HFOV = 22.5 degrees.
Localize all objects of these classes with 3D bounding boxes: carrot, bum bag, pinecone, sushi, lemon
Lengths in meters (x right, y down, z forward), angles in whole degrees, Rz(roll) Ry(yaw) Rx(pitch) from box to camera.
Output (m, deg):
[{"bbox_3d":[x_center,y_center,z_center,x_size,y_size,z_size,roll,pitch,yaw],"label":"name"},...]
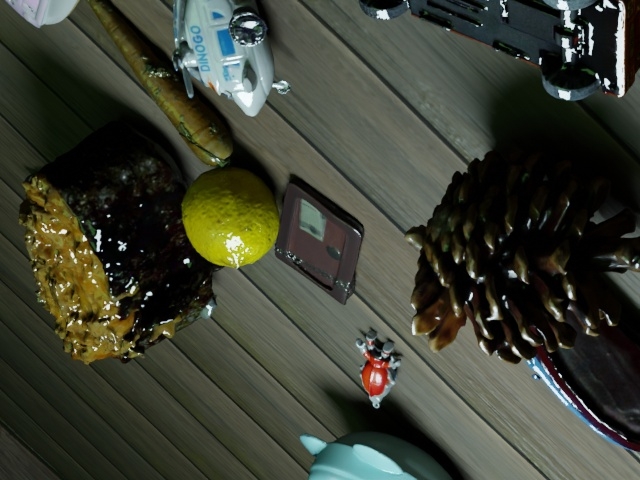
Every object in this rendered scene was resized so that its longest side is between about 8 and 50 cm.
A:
[{"bbox_3d":[-0.181,-0.182,1.775,0.254,0.049,0.049,50,155,-4],"label":"carrot"},{"bbox_3d":[0.000,0.000,1.814,0.109,0.026,0.159,36,149,15],"label":"bum bag"},{"bbox_3d":[0.178,0.015,1.380,0.212,0.169,0.185,4,92,51],"label":"pinecone"},{"bbox_3d":[-0.244,0.022,2.001,0.234,0.207,0.348,38,153,29],"label":"sushi"},{"bbox_3d":[-0.102,-0.029,1.812,0.109,0.109,0.133,91,162,-58],"label":"lemon"}]

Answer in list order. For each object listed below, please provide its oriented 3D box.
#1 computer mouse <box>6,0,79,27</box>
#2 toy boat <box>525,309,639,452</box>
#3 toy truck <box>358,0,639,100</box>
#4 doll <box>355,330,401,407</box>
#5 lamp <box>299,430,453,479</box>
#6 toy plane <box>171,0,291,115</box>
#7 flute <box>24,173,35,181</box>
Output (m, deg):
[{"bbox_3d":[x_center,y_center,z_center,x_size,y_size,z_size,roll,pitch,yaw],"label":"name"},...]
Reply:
[{"bbox_3d":[-0.300,-0.317,1.714,0.126,0.056,0.245,45,153,3],"label":"computer mouse"},{"bbox_3d":[0.264,0.124,1.527,0.223,0.100,0.097,47,180,-7],"label":"toy boat"},{"bbox_3d":[0.131,-0.204,1.178,0.253,0.114,0.107,28,152,28],"label":"toy truck"},{"bbox_3d":[0.069,0.157,1.937,0.057,0.039,0.114,5,132,5],"label":"doll"},{"bbox_3d":[0.100,0.348,2.058,0.209,0.147,0.284,2,125,58],"label":"lamp"},{"bbox_3d":[-0.105,-0.245,1.540,0.182,0.107,0.273,-68,-32,-75],"label":"toy plane"},{"bbox_3d":[-0.348,-0.085,2.196,0.027,0.027,0.233,53,153,-20],"label":"flute"}]
